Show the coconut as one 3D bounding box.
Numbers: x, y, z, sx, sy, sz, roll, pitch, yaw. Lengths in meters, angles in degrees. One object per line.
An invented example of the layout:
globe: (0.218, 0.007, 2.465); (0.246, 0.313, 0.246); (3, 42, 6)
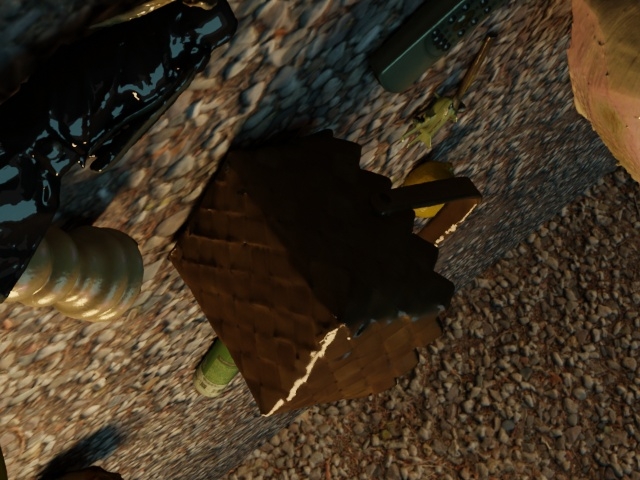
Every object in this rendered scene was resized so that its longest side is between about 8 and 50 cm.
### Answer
coconut: (0.530, -0.274, 1.313); (0.405, 0.404, 0.404); (-37, 165, -12)

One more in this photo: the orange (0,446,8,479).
orange: (-0.368, 0.192, 0.704); (0.279, 0.235, 0.279); (-15, -174, 2)

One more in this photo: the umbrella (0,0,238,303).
umbrella: (-0.201, -0.062, 0.679); (0.358, 0.106, 0.113); (-38, 153, -9)

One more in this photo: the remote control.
remote control: (0.175, -0.274, 1.105); (0.285, 0.038, 0.123); (-42, 166, 10)

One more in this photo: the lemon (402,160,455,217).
lemon: (0.179, -0.086, 1.586); (0.082, 0.082, 0.110); (-20, 157, -53)

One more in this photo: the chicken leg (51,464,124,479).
chicken leg: (-0.438, 0.479, 1.649); (0.212, 0.140, 0.361); (4, 148, -41)

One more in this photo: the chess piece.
chess piece: (-0.244, 0.021, 0.877); (0.094, 0.094, 0.170); (-43, 157, 11)

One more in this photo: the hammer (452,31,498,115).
hammer: (0.207, -0.228, 1.370); (0.062, 0.017, 0.182); (-32, 162, -28)

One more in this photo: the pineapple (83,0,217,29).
pineapple: (-0.009, -0.223, 0.577); (0.334, 0.161, 0.158); (-43, 167, 1)

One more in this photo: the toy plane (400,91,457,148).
toy plane: (0.158, -0.170, 1.364); (0.102, 0.040, 0.111); (-27, 159, -29)

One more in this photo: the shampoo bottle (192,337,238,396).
shampoo bottle: (-0.153, 0.186, 1.611); (0.065, 0.065, 0.204); (-26, 160, -43)

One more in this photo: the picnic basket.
picnic basket: (0.025, 0.030, 1.134); (0.321, 0.291, 0.254); (-12, 150, -44)
